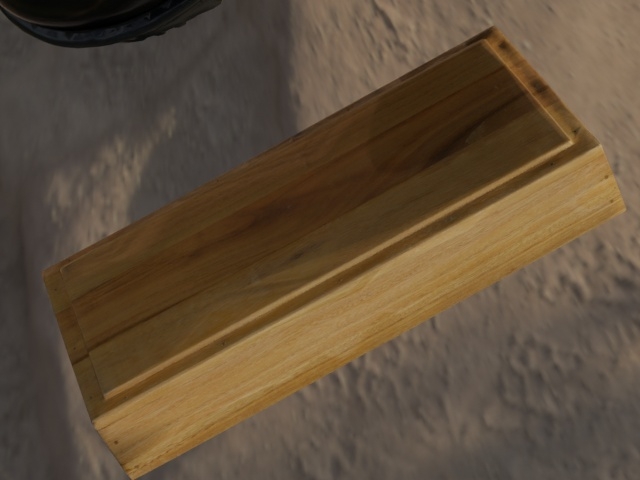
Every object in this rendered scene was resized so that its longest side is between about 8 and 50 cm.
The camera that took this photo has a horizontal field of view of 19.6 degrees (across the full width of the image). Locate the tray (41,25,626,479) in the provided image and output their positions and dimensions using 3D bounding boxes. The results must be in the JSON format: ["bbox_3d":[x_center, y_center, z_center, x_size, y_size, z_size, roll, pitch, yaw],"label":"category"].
[{"bbox_3d":[0.000,0.000,1.402,0.411,0.203,0.076,-28,127,-2],"label":"tray"}]

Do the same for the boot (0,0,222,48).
[{"bbox_3d":[-0.101,-0.191,0.775,0.348,0.260,0.131,-30,77,36],"label":"boot"}]
